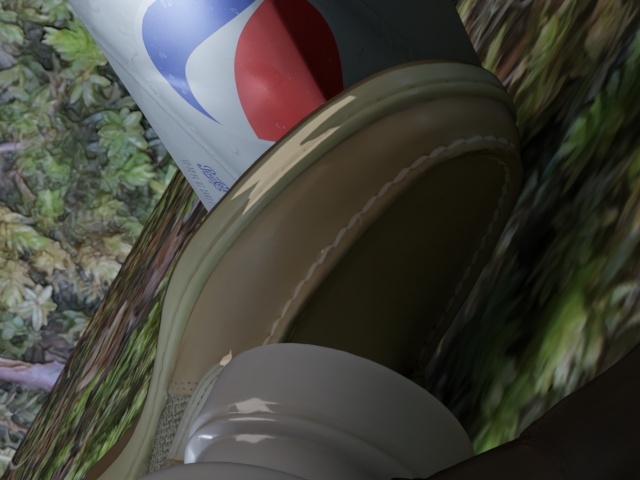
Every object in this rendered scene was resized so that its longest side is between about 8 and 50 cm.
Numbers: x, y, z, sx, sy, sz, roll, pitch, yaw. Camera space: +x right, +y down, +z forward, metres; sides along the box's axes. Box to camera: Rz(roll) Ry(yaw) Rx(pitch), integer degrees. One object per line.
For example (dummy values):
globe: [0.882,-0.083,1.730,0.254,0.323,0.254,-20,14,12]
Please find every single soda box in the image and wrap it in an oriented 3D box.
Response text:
soda box: [-0.024,-0.098,0.735,0.091,0.286,0.098,5,54,31]

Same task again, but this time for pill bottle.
pill bottle: [-0.024,0.127,0.524,0.108,0.108,0.193,-49,15,55]

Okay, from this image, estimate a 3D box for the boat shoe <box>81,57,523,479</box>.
boat shoe: [-0.010,0.074,0.697,0.302,0.109,0.098,-56,49,26]

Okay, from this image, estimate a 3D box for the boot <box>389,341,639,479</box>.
boot: [0.076,0.052,0.384,0.106,0.082,0.219,-40,3,-5]
